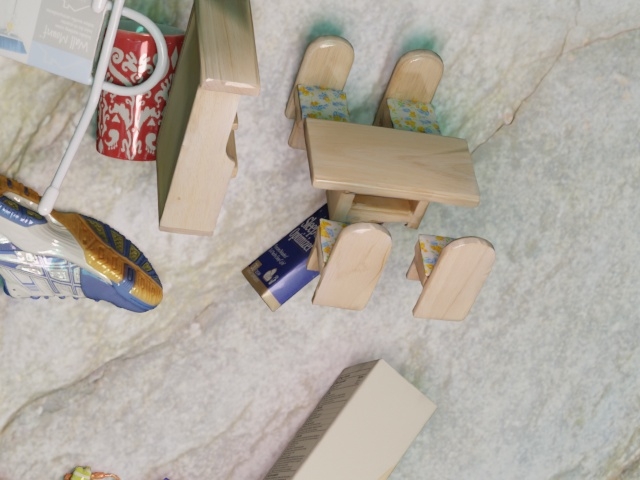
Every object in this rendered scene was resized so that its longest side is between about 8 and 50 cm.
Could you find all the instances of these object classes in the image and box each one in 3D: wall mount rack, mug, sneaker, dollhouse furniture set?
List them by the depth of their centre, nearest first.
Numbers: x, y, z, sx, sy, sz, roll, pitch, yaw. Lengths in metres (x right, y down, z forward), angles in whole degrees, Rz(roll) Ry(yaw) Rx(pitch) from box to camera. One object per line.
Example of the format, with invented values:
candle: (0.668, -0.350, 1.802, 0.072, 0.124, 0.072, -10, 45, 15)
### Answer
wall mount rack: (-0.380, -0.216, 1.761, 0.350, 0.130, 0.304, 20, 109, 5)
dollhouse furniture set: (0.015, -0.133, 1.768, 0.394, 0.362, 0.256, 7, 135, -15)
mug: (-0.222, -0.193, 1.868, 0.150, 0.113, 0.169, 5, 105, -14)
sneaker: (-0.355, 0.029, 1.902, 0.296, 0.112, 0.131, 31, 111, -18)

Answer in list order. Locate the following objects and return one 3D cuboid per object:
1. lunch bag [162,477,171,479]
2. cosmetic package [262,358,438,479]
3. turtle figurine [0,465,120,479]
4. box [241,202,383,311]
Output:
lunch bag: (-0.201, 0.489, 2.023, 0.293, 0.138, 0.221, 41, 87, -16)
cosmetic package: (0.010, 0.320, 1.965, 0.113, 0.160, 0.309, 41, 71, -7)
turtle figurine: (-0.412, 0.412, 1.972, 0.217, 0.087, 0.269, 31, 94, -19)
box: (0.000, 0.000, 1.956, 0.225, 0.136, 0.036, -37, 109, -4)
